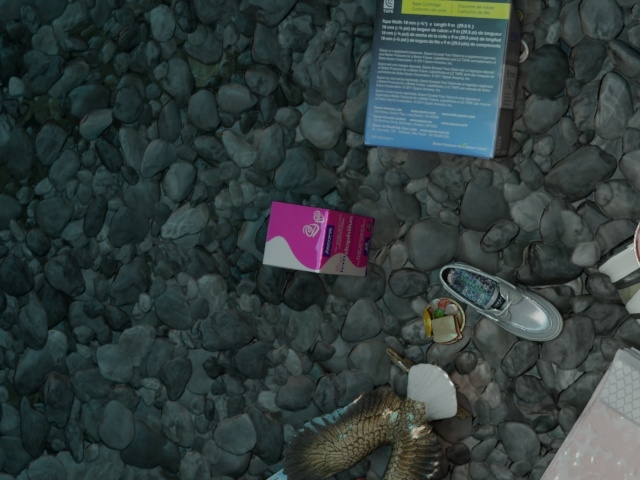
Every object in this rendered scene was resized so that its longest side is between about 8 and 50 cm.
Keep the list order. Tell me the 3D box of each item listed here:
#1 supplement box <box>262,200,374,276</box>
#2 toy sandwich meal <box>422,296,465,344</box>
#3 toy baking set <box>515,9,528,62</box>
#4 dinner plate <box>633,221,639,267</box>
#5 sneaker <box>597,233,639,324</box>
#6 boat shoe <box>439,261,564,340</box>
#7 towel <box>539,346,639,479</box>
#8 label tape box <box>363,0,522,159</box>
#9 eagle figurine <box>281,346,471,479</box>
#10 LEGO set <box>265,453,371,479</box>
[{"bbox_3d":[0.000,0.000,1.895,0.114,0.220,0.111,9,91,25],"label":"supplement box"},{"bbox_3d":[0.213,0.141,1.895,0.085,0.029,0.086,-2,86,24],"label":"toy sandwich meal"},{"bbox_3d":[0.276,-0.388,1.898,0.196,0.030,0.256,9,91,25],"label":"toy baking set"},{"bbox_3d":[0.537,0.008,1.611,0.141,0.017,0.141,5,100,28],"label":"dinner plate"},{"bbox_3d":[0.674,0.024,1.645,0.447,0.169,0.257,-35,82,27],"label":"sneaker"},{"bbox_3d":[0.298,0.104,1.830,0.227,0.081,0.079,28,98,24],"label":"boat shoe"},{"bbox_3d":[0.512,0.363,1.650,0.332,0.053,0.317,32,96,46],"label":"towel"},{"bbox_3d":[0.214,-0.317,1.856,0.240,0.106,0.334,9,100,25],"label":"label tape box"},{"bbox_3d":[0.115,0.347,1.826,0.226,0.298,0.225,8,134,56],"label":"eagle figurine"},{"bbox_3d":[0.013,0.465,1.951,0.244,0.060,0.182,-36,76,20],"label":"LEGO set"}]
